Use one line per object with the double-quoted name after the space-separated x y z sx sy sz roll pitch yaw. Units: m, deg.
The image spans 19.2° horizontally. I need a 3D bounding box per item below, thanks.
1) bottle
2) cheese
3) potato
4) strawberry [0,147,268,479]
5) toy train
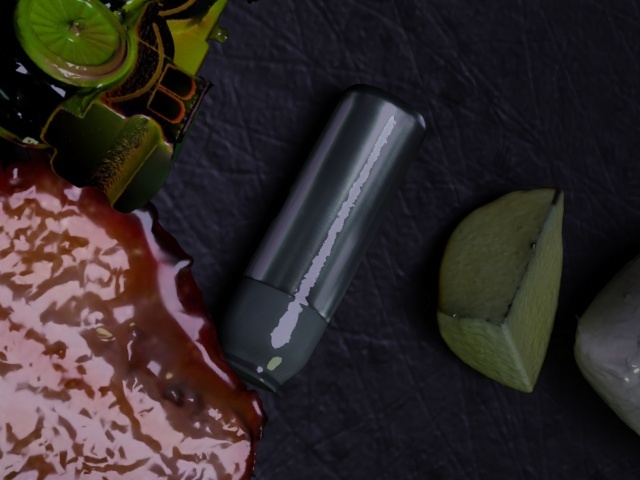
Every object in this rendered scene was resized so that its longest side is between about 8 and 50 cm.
0.000 0.000 1.512 0.253 0.079 0.096 -62 158 -12 "bottle"
0.328 0.087 1.666 0.189 0.154 0.198 -46 120 3 "cheese"
0.156 0.040 1.625 0.149 0.081 0.120 -64 152 -29 "potato"
-0.182 0.065 1.355 0.280 0.150 0.253 11 82 -19 "strawberry"
-0.134 -0.160 1.334 0.161 0.100 0.296 31 46 -12 "toy train"
